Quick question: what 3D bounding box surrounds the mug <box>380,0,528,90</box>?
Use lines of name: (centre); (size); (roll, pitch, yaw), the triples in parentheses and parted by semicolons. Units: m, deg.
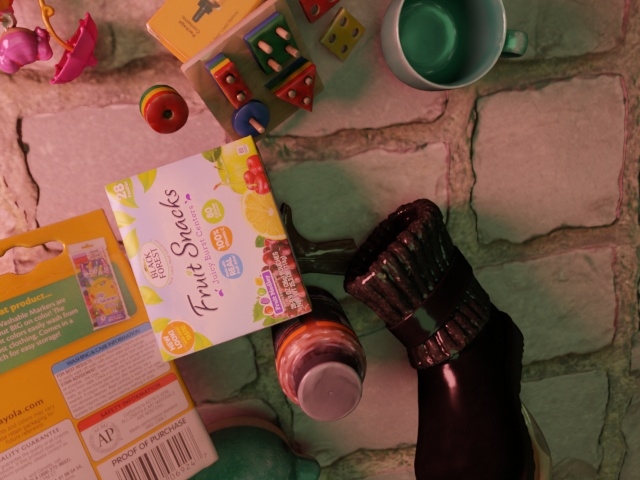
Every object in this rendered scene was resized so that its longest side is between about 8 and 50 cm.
mug: (0.147, -0.236, 0.594); (0.157, 0.097, 0.129); (38, 95, -17)

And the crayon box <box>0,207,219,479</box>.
crayon box: (-0.277, 0.151, 0.553); (0.203, 0.083, 0.323); (-24, 89, -34)

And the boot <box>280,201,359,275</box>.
boot: (0.000, 0.000, 0.660); (0.114, 0.037, 0.106); (0, 117, -7)

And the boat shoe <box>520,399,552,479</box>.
boat shoe: (0.271, 0.330, 0.751); (0.116, 0.123, 0.324); (-23, 105, -1)

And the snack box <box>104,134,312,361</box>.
snack box: (-0.123, 0.010, 0.573); (0.174, 0.070, 0.207); (-18, 88, -1)

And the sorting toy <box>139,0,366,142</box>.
sorting toy: (-0.055, -0.180, 0.561); (0.274, 0.046, 0.132); (-39, 143, -4)

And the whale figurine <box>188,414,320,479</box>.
whale figurine: (-0.091, 0.379, 0.688); (0.216, 0.141, 0.272); (-28, 108, -2)

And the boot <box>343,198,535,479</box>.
boot: (0.129, 0.134, 0.590); (0.131, 0.348, 0.260); (-25, 115, 32)

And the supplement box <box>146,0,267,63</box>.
supplement box: (-0.085, -0.293, 0.551); (0.078, 0.080, 0.233); (41, 93, -16)

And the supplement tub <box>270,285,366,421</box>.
supplement tub: (-0.005, 0.134, 0.610); (0.106, 0.198, 0.106); (-2, 104, -8)

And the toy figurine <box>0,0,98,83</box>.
toy figurine: (-0.307, -0.236, 0.506); (0.173, 0.130, 0.159); (-26, 117, -15)
